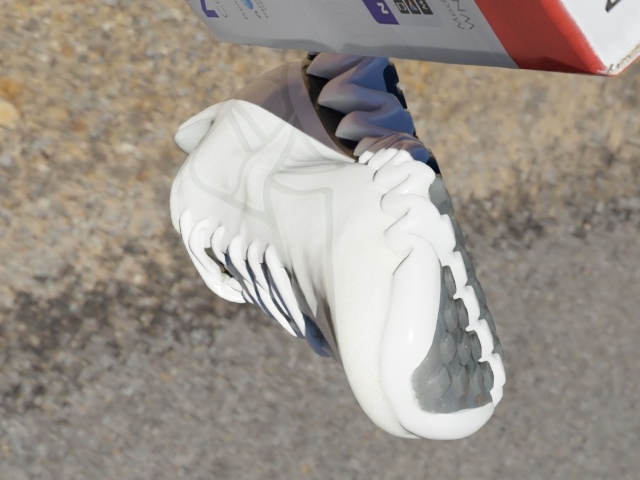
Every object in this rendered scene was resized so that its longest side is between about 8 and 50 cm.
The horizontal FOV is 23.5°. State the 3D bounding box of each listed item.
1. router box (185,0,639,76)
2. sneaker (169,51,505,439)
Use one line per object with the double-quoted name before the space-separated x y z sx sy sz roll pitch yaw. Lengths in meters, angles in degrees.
"router box" -0.054 -0.205 0.462 0.082 0.301 0.335 -44 111 -11
"sneaker" 0.000 0.000 0.647 0.118 0.292 0.110 -19 115 2
